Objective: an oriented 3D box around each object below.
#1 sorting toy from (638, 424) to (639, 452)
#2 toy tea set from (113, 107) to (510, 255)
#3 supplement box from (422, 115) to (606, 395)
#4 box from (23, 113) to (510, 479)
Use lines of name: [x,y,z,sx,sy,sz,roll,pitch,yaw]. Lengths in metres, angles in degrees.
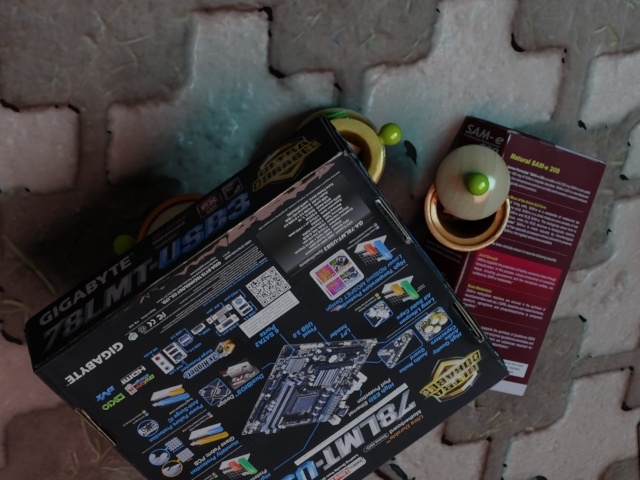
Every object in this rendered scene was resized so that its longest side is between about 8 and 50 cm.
sorting toy: [0.485,0.255,1.719,0.196,0.047,0.347,-23,129,-11]
toy tea set: [0.000,0.000,1.198,0.336,0.124,0.200,-33,97,-1]
supplement box: [0.165,0.016,1.338,0.130,0.073,0.239,15,98,-34]
box: [-0.035,0.091,1.155,0.295,0.073,0.293,-36,127,5]
